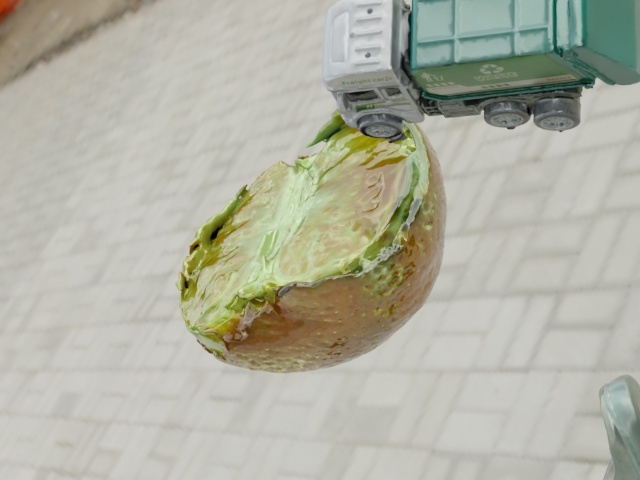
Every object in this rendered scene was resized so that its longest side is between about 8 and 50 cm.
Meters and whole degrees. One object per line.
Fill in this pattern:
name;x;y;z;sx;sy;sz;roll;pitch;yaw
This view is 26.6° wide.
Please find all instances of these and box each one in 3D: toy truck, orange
toy truck;0.126;-0.154;1.076;0.253;0.124;0.114;-4;71;19
orange;0.007;0.004;1.395;0.334;0.196;0.262;-39;40;40

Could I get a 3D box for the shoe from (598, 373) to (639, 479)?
shoe;0.241;0.194;1.028;0.078;0.195;0.079;-18;18;22
